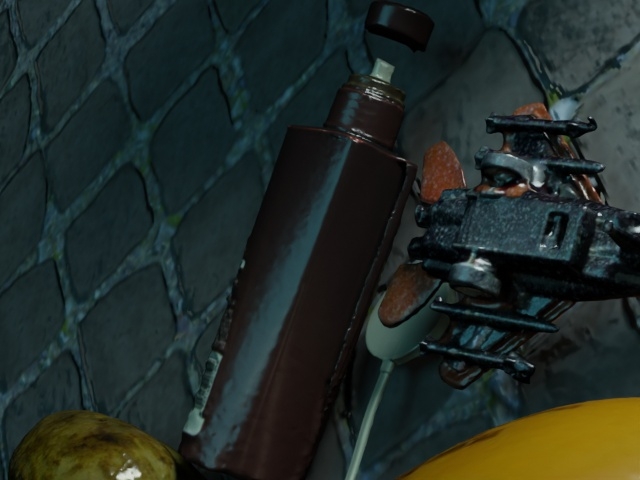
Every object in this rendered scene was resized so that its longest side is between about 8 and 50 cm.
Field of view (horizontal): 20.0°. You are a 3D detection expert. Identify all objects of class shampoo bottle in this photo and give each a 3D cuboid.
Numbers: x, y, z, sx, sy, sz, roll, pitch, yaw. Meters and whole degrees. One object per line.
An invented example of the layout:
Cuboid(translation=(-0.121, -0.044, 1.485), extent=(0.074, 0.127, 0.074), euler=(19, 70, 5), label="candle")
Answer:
Cuboid(translation=(0.001, 0.000, 0.861), extent=(0.068, 0.067, 0.236), euler=(14, 83, 55), label="shampoo bottle")

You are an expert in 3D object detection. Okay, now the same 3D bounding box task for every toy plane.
Cuboid(translation=(0.101, 0.002, 0.737), extent=(0.189, 0.061, 0.130), euler=(1, 70, 52), label="toy plane")

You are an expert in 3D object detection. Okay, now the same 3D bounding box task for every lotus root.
Cuboid(translation=(-0.110, 0.132, 0.902), extent=(0.094, 0.108, 0.191), euler=(-26, 20, -19), label="lotus root")

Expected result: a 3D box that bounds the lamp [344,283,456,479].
Cuboid(translation=(0.025, 0.105, 0.806), extent=(0.050, 0.056, 0.198), euler=(-10, 50, 51), label="lamp")

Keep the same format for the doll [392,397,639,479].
Cuboid(translation=(0.093, 0.171, 0.566), extent=(0.213, 0.213, 0.236), euler=(-31, 89, 38), label="doll")
